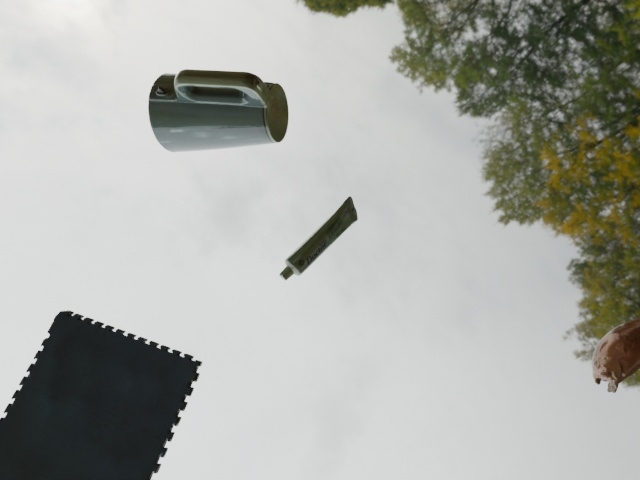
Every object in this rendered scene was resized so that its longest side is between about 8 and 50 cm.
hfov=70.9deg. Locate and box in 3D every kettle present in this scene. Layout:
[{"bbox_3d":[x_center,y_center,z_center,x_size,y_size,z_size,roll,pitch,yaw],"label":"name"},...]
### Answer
[{"bbox_3d":[-0.200,-0.265,0.876,0.210,0.243,0.159,52,-135,-66],"label":"kettle"}]

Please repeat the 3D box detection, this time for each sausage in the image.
[{"bbox_3d":[0.241,0.059,0.286,0.158,0.036,0.042,-11,-108,-12],"label":"sausage"}]

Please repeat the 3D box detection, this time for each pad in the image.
[{"bbox_3d":[-0.328,0.254,0.630,0.270,0.012,0.268,16,-110,17],"label":"pad"}]

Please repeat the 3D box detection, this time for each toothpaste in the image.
[{"bbox_3d":[0.000,0.000,0.880,0.218,0.041,0.064,-44,-47,-24],"label":"toothpaste"}]
